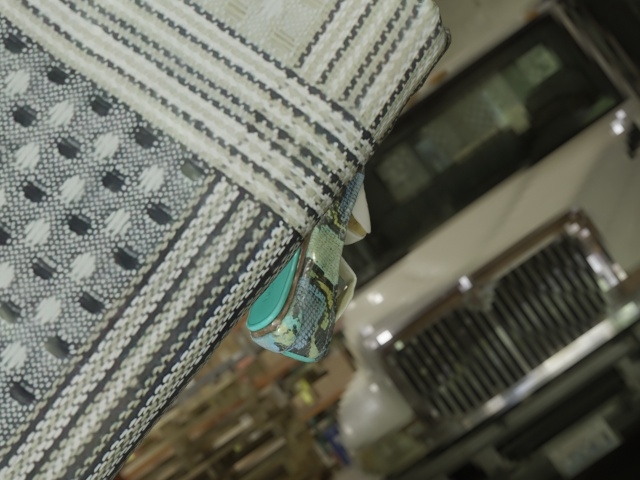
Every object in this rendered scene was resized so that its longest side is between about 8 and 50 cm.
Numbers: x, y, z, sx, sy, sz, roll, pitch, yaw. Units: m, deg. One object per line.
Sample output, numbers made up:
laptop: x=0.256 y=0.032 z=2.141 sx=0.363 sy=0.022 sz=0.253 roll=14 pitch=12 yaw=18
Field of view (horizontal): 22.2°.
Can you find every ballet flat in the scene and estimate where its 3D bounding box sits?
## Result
ballet flat: x=0.000 y=0.000 z=1.079 sx=0.070 sy=0.070 sz=0.188 roll=-38 pitch=29 yaw=54

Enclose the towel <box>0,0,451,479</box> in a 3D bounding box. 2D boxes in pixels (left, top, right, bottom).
towel: x=-0.171 y=-0.051 z=0.500 sx=0.312 sy=0.324 sz=0.056 roll=-50 pitch=-4 yaw=-6
